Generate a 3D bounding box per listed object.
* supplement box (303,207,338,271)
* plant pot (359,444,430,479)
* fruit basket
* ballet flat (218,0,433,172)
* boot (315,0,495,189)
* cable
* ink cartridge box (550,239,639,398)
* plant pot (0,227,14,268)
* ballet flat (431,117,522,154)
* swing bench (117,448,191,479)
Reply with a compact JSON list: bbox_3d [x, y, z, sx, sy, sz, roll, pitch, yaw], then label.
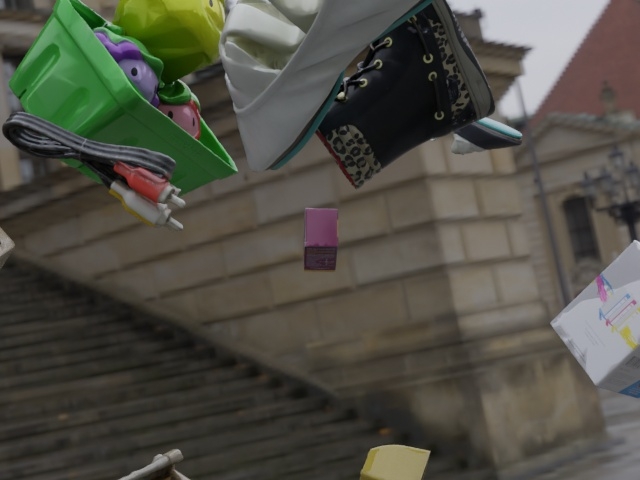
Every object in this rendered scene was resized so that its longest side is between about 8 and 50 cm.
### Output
[{"bbox_3d":[0.000,0.000,1.545,0.043,0.055,0.083,1,-23,-1],"label":"supplement box"},{"bbox_3d":[0.098,0.334,1.699,0.083,0.081,0.081,17,42,10],"label":"plant pot"},{"bbox_3d":[-0.250,-0.267,1.894,0.392,0.283,0.392,-29,-26,-16],"label":"fruit basket"},{"bbox_3d":[-0.014,-0.197,1.081,0.139,0.139,0.400,-8,-20,-32],"label":"ballet flat"},{"bbox_3d":[0.054,-0.186,1.247,0.178,0.236,0.085,-33,18,-1],"label":"boot"},{"bbox_3d":[-0.308,-0.102,1.662,0.287,0.072,0.139,23,-27,-3],"label":"cable"},{"bbox_3d":[0.326,0.075,1.228,0.092,0.090,0.143,20,-61,-46],"label":"ink cartridge box"},{"bbox_3d":[-0.394,0.014,1.305,0.096,0.109,0.109,-39,7,8],"label":"plant pot"},{"bbox_3d":[0.187,-0.164,1.720,0.203,0.074,0.074,30,6,16],"label":"ballet flat"},{"bbox_3d":[-0.265,0.420,1.658,0.253,0.165,0.254,-25,33,-25],"label":"swing bench"}]
